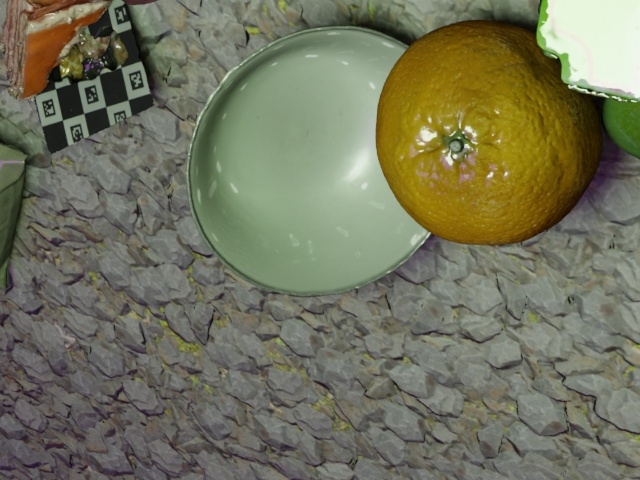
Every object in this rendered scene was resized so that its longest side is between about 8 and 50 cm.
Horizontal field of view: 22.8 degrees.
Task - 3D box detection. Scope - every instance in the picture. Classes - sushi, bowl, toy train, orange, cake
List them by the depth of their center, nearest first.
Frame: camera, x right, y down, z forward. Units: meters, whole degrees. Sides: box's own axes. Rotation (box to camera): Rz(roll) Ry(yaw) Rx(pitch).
[{"bbox_3d":[0.341,-0.262,1.511,0.248,0.173,0.307,16,112,23],"label":"toy train"},{"bbox_3d":[0.179,-0.116,1.724,0.264,0.264,0.264,20,134,22],"label":"orange"},{"bbox_3d":[-0.014,-0.114,1.902,0.337,0.337,0.157,69,172,-27],"label":"bowl"},{"bbox_3d":[-0.359,-0.277,2.081,0.098,0.135,0.287,58,146,9],"label":"cake"},{"bbox_3d":[-0.303,-0.238,2.124,0.215,0.050,0.192,-18,88,39],"label":"sushi"}]

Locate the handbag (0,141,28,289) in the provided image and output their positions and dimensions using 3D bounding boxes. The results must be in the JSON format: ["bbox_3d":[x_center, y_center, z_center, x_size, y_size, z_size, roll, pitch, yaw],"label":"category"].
[{"bbox_3d":[-0.560,-0.087,2.407,0.253,0.109,0.316,36,144,12],"label":"handbag"}]

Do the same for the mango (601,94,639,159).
[{"bbox_3d":[0.415,-0.124,1.659,0.251,0.114,0.156,23,140,31],"label":"mango"}]

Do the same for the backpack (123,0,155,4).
[{"bbox_3d":[-0.231,-0.430,1.814,0.283,0.197,0.317,-23,113,44],"label":"backpack"}]
